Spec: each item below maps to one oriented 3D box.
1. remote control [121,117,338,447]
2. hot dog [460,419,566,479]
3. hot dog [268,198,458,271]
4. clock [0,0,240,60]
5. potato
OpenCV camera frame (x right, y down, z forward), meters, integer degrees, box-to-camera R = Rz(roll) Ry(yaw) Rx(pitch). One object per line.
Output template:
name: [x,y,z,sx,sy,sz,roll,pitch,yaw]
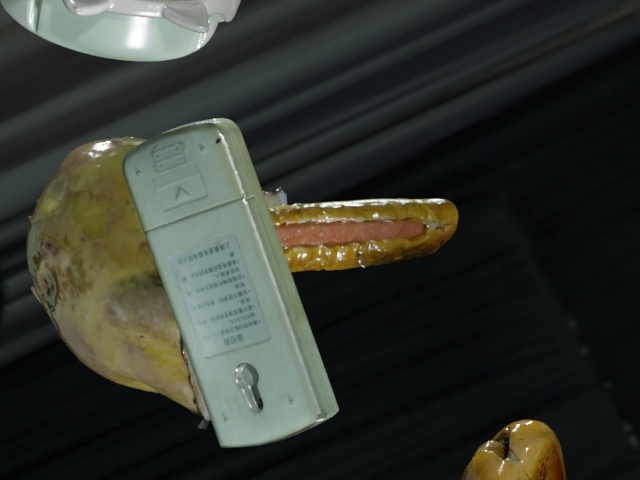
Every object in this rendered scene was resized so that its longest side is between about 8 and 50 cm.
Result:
remote control: [-0.066,0.031,1.340,0.038,0.098,0.233,-21,92,-58]
hot dog: [0.121,0.174,1.202,0.090,0.060,0.140,-55,143,-33]
hot dog: [-0.001,-0.003,1.677,0.088,0.286,0.061,-6,-92,61]
clock: [-0.210,-0.276,1.892,0.324,0.265,0.109,-112,-146,-56]
potato: [-0.187,0.039,1.961,0.301,0.237,0.289,0,98,-71]
